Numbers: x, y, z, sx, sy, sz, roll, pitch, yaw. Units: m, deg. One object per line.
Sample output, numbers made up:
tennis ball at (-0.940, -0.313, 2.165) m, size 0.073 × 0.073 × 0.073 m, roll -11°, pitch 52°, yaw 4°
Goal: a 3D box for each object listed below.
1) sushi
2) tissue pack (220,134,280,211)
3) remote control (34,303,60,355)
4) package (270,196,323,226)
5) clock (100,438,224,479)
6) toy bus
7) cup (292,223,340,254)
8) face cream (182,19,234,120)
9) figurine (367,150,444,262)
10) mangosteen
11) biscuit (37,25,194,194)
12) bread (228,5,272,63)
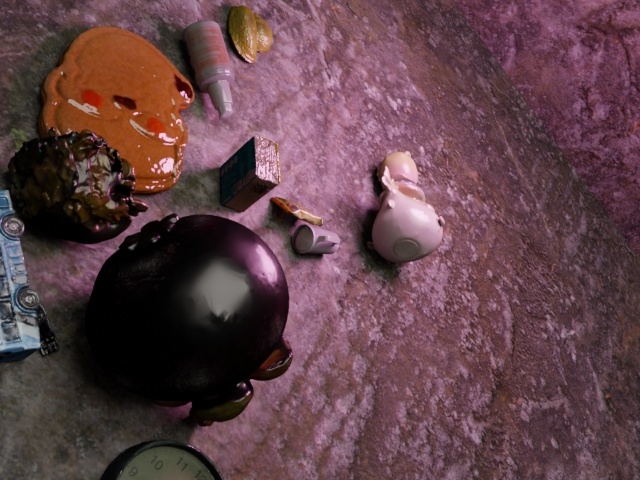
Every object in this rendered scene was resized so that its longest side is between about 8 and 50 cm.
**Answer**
sushi at (-0.465, -0.106, 1.496) m, size 0.204 × 0.200 × 0.213 m, roll -5°, pitch 77°, yaw -54°
tissue pack at (-0.169, -0.158, 1.847) m, size 0.082 × 0.169 × 0.120 m, roll 13°, pitch 58°, yaw -34°
remote control at (-0.517, 0.165, 1.425) m, size 0.039 × 0.014 × 0.096 m, roll -20°, pitch 84°, yaw -49°
package at (-0.058, -0.075, 1.977) m, size 0.120 × 0.031 × 0.108 m, roll 20°, pitch 11°, yaw -36°
clock at (-0.286, 0.509, 1.431) m, size 0.280 × 0.055 × 0.281 m, roll 23°, pitch 53°, yaw -35°
toy bus at (-0.583, 0.065, 1.350) m, size 0.131 × 0.106 × 0.297 m, roll -7°, pitch 74°, yaw -43°
cup at (0.000, 0.000, 1.980) m, size 0.116 × 0.104 × 0.074 m, roll 10°, pitch 78°, yaw -46°
face cream at (-0.271, -0.425, 1.948) m, size 0.101 × 0.101 × 0.252 m, roll -4°, pitch 71°, yaw -47°
figurine at (0.228, -0.134, 2.210) m, size 0.394 × 0.226 × 0.275 m, roll -88°, pitch 158°, yaw -43°
mangosteen at (-0.230, 0.165, 1.466) m, size 0.382 × 0.382 × 0.435 m, roll -48°, pitch 120°, yaw -48°
biscuit at (-0.449, -0.289, 1.721) m, size 0.349 × 0.078 × 0.456 m, roll 22°, pitch 54°, yaw -31°
bread at (-0.185, -0.578, 2.155) m, size 0.149 × 0.065 × 0.188 m, roll 26°, pitch 49°, yaw -40°
